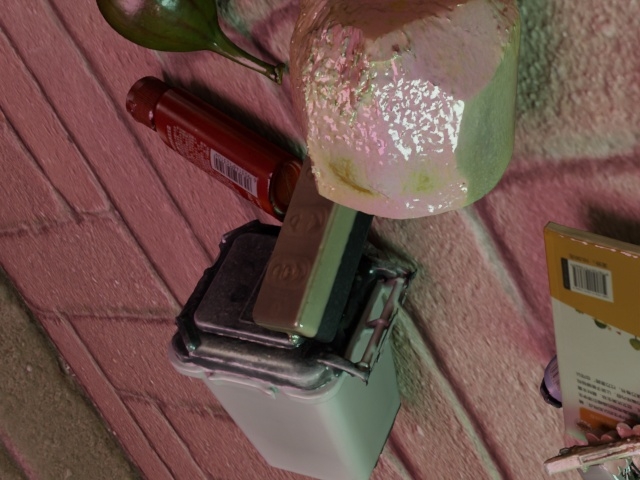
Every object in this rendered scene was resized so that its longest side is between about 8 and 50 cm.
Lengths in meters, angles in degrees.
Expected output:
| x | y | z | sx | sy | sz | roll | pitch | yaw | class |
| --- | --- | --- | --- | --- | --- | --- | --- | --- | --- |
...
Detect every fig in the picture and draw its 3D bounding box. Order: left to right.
| x | y | z | sx | sy | sz | roll | pitch | yaw | class |
| --- | --- | --- | --- | --- | --- | --- | --- | --- | --- |
| -0.154 | -0.286 | 1.408 | 0.259 | 0.151 | 0.151 | 30 | 159 | -19 | fig |

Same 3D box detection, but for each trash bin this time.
| x | y | z | sx | sy | sz | roll | pitch | yaw | class |
| --- | --- | --- | --- | --- | --- | --- | --- | --- | --- |
| -0.004 | 0.175 | 1.569 | 0.296 | 0.256 | 0.367 | 8 | 143 | 24 | trash bin |

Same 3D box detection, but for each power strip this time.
| x | y | z | sx | sy | sz | roll | pitch | yaw | class |
| --- | --- | --- | --- | --- | --- | --- | --- | --- | --- |
| 0.000 | 0.000 | 1.349 | 0.070 | 0.256 | 0.105 | 24 | 168 | -33 | power strip |

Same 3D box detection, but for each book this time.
| x | y | z | sx | sy | sz | roll | pitch | yaw | class |
| --- | --- | --- | --- | --- | --- | --- | --- | --- | --- |
| 0.331 | 0.126 | 1.149 | 0.208 | 0.020 | 0.295 | 18 | 136 | 37 | book |

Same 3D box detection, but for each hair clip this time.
| x | y | z | sx | sy | sz | roll | pitch | yaw | class |
| --- | --- | --- | --- | --- | --- | --- | --- | --- | --- |
| 0.327 | 0.218 | 1.189 | 0.214 | 0.056 | 0.062 | -28 | 86 | 48 | hair clip |

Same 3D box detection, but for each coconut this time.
| x | y | z | sx | sy | sz | roll | pitch | yaw | class |
| --- | --- | --- | --- | --- | --- | --- | --- | --- | --- |
| 0.076 | -0.140 | 1.084 | 0.233 | 0.233 | 0.245 | 31 | 144 | 34 | coconut |

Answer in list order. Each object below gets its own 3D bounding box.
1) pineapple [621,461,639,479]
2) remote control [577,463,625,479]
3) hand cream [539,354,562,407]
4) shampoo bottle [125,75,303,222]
| x | y | z | sx | sy | sz | roll | pitch | yaw | class |
| --- | --- | --- | --- | --- | --- | --- | --- | --- | --- |
| 0.344 | 0.237 | 1.320 | 0.058 | 0.058 | 0.124 | 12 | 135 | 51 | pineapple |
| 0.414 | 0.369 | 1.409 | 0.261 | 0.029 | 0.067 | 52 | 153 | -7 | remote control |
| 0.313 | 0.115 | 1.222 | 0.091 | 0.058 | 0.271 | 53 | 151 | 16 | hand cream |
| -0.149 | -0.138 | 1.586 | 0.314 | 0.076 | 0.118 | 33 | 160 | 32 | shampoo bottle |
